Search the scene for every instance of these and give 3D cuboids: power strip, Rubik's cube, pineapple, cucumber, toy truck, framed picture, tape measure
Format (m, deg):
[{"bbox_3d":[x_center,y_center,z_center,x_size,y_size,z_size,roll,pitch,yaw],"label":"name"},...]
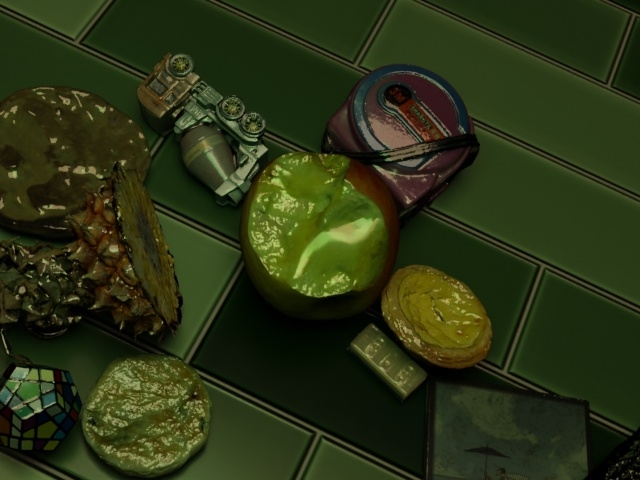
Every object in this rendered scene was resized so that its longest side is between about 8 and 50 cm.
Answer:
[{"bbox_3d":[0.100,0.184,1.532,0.123,0.032,0.056,42,59,14],"label":"power strip"},{"bbox_3d":[-0.388,0.224,1.356,0.111,0.133,0.133,-19,62,9],"label":"Rubik's cube"},{"bbox_3d":[-0.362,0.051,1.434,0.271,0.262,0.263,-18,63,5],"label":"pineapple"},{"bbox_3d":[0.433,0.350,1.467,0.300,0.072,0.072,-30,70,-32],"label":"cucumber"},{"bbox_3d":[-0.192,-0.178,1.644,0.256,0.108,0.140,40,74,9],"label":"toy truck"},{"bbox_3d":[0.275,0.372,1.469,0.264,0.016,0.347,11,58,-5],"label":"framed picture"},{"bbox_3d":[0.129,-0.166,1.685,0.245,0.149,0.231,-36,75,-20],"label":"tape measure"}]

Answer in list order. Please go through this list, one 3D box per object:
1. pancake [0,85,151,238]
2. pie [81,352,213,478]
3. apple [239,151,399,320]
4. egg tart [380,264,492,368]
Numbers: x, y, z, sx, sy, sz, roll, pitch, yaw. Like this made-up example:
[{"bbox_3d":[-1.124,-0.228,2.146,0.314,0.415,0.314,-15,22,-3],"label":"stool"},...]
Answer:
[{"bbox_3d":[-0.411,-0.122,1.595,0.294,0.049,0.295,6,55,-8],"label":"pancake"},{"bbox_3d":[-0.242,0.243,1.419,0.186,0.041,0.187,5,59,-9],"label":"pie"},{"bbox_3d":[0.000,0.000,1.495,0.246,0.246,0.226,6,64,-9],"label":"apple"},{"bbox_3d":[0.172,0.127,1.543,0.191,0.074,0.191,15,44,-15],"label":"egg tart"}]
